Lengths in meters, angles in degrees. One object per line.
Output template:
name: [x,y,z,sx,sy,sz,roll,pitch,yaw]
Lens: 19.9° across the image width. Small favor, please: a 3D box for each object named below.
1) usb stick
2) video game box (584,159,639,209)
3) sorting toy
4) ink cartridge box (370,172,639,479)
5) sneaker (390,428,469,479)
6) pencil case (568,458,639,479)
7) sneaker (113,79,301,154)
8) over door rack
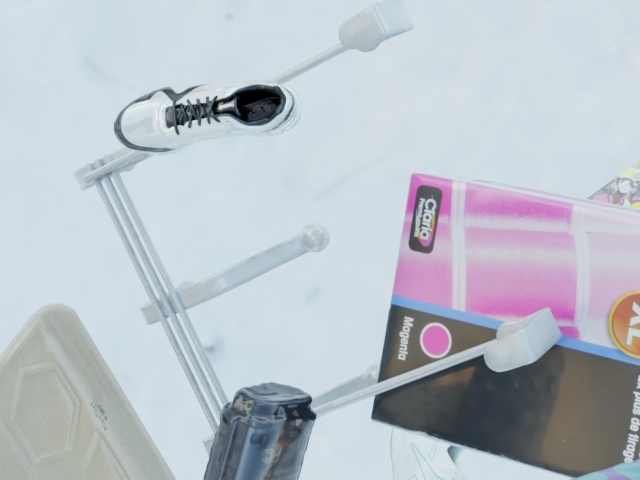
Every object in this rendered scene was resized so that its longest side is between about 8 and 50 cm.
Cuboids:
usb stick: [-0.064,0.222,1.125,0.077,0.045,0.278,0,109,-54]
video game box: [0.297,0.033,1.583,0.187,0.205,0.048,-36,148,-1]
sorting toy: [-0.201,0.178,1.300,0.208,0.038,0.193,-54,125,-44]
ink cartridge box: [0.211,0.072,1.154,0.069,0.371,0.176,0,101,-59]
sneaker: [0.083,0.201,1.411,0.061,0.054,0.152,-4,54,17]
pencil case: [0.064,0.106,0.524,0.151,0.064,0.070,-11,142,-40]
sneaker: [-0.066,-0.075,1.043,0.109,0.044,0.040,-11,87,0]
over door rack: [0.000,0.000,1.222,0.108,0.324,0.239,-29,95,-47]
